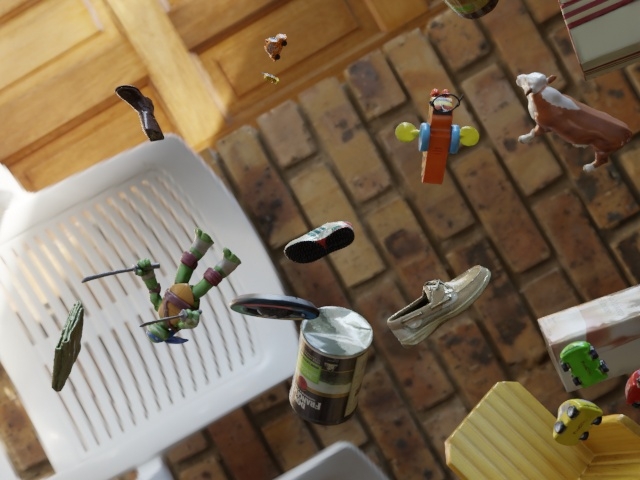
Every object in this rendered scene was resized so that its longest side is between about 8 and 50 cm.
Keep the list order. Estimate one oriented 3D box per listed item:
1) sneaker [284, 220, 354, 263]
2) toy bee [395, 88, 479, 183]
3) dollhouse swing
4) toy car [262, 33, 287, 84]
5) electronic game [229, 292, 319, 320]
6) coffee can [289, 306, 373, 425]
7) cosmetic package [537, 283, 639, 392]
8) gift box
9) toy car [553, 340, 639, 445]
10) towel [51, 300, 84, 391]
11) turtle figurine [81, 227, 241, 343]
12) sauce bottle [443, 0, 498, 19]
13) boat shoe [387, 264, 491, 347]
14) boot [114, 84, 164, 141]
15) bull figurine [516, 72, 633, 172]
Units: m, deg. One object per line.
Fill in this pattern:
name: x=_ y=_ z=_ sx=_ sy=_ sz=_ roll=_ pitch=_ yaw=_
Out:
sneaker: x=0.000 y=0.000 z=1.773 sx=0.075 sy=0.161 sz=0.057 roll=-79 pitch=146 yaw=-67
toy bee: x=0.305 y=-0.288 z=2.001 sx=0.195 sy=0.298 sz=0.162 roll=18 pitch=49 yaw=-15
dollhouse swing: x=0.518 y=0.484 z=1.826 sx=0.305 sy=0.347 sz=0.315 roll=53 pitch=-31 yaw=-2
toy car: x=-0.094 y=-0.374 z=1.633 sx=0.041 sy=0.060 sz=0.122 roll=21 pitch=40 yaw=-22
electronic game: x=-0.116 y=0.174 z=2.045 sx=0.229 sy=0.229 sz=0.048 roll=49 pitch=45 yaw=-70
coffee can: x=0.027 y=0.353 z=2.279 sx=0.201 sy=0.202 sz=0.275 roll=-114 pitch=-153 yaw=-50
cosmetic package: x=0.650 y=0.204 z=1.780 sx=0.153 sy=0.296 sz=0.129 roll=-82 pitch=150 yaw=-73
gift box: x=0.647 y=-0.490 z=1.698 sx=0.255 sy=0.258 sz=0.276 roll=71 pitch=19 yaw=0
toy car: x=0.471 y=0.236 z=1.376 sx=0.225 sy=0.239 sz=0.053 roll=49 pitch=20 yaw=-30
towel: x=-0.439 y=0.187 z=1.409 sx=0.110 sy=0.027 sz=0.148 roll=-82 pitch=-169 yaw=-47
turtle figurine: x=-0.321 y=0.097 z=1.801 sx=0.274 sy=0.266 sz=0.198 roll=46 pitch=-15 yaw=-35
sauce bottle: x=0.221 y=-0.529 z=1.487 sx=0.344 sy=0.111 sz=0.111 roll=24 pitch=32 yaw=-51
boat shoe: x=0.311 y=0.154 z=2.118 sx=0.098 sy=0.302 sz=0.109 roll=53 pitch=-2 yaw=-12
boot: x=-0.379 y=-0.265 z=1.702 sx=0.106 sy=0.037 sz=0.114 roll=20 pitch=43 yaw=-50
bull figurine: x=0.598 y=-0.289 z=1.977 sx=0.310 sy=0.101 sz=0.188 roll=29 pitch=-25 yaw=5
